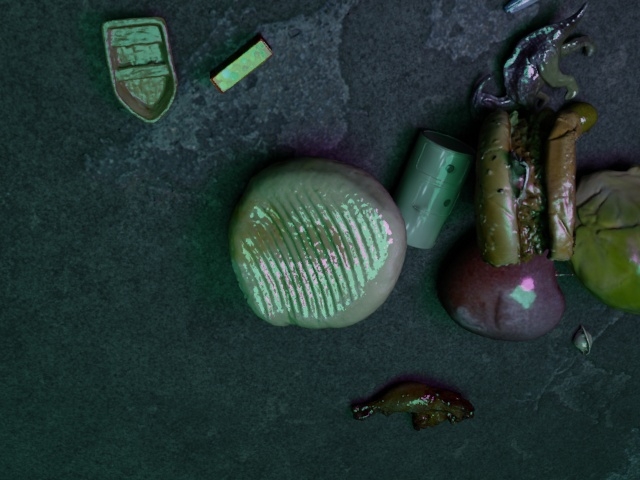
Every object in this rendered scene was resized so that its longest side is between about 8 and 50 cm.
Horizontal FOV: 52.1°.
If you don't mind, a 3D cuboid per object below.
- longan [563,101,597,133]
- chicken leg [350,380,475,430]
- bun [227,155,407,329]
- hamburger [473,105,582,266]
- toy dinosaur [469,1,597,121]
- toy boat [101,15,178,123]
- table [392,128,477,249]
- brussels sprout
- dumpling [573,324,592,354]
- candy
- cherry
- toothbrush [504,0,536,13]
[{"bbox_3d":[0.545,-0.251,1.378,0.075,0.075,0.083,-40,121,11],"label":"longan"},{"bbox_3d":[0.247,0.429,1.689,0.323,0.083,0.177,16,129,-22],"label":"chicken leg"},{"bbox_3d":[0.000,0.000,1.314,0.366,0.219,0.364,3,107,11],"label":"bun"},{"bbox_3d":[0.403,-0.117,1.276,0.195,0.318,0.276,0,116,18],"label":"hamburger"},{"bbox_3d":[0.433,-0.331,1.307,0.162,0.077,0.294,28,112,-31],"label":"toy dinosaur"},{"bbox_3d":[-0.319,-0.307,1.178,0.116,0.061,0.188,-8,119,-9],"label":"toy boat"},{"bbox_3d":[0.224,-0.107,1.360,0.127,0.126,0.219,13,116,-18],"label":"table"},{"bbox_3d":[0.681,0.007,1.427,0.344,0.343,0.268,-5,152,-9],"label":"brussels sprout"},{"bbox_3d":[0.682,0.263,1.691,0.043,0.059,0.077,15,111,-7],"label":"dumpling"},{"bbox_3d":[-0.146,-0.325,1.202,0.122,0.062,0.038,-35,117,9],"label":"candy"},{"bbox_3d":[0.404,0.101,1.459,0.308,0.221,0.261,-13,101,22],"label":"cherry"},{"bbox_3d":[0.531,-0.545,1.234,0.414,0.042,0.035,-31,120,8],"label":"toothbrush"}]
